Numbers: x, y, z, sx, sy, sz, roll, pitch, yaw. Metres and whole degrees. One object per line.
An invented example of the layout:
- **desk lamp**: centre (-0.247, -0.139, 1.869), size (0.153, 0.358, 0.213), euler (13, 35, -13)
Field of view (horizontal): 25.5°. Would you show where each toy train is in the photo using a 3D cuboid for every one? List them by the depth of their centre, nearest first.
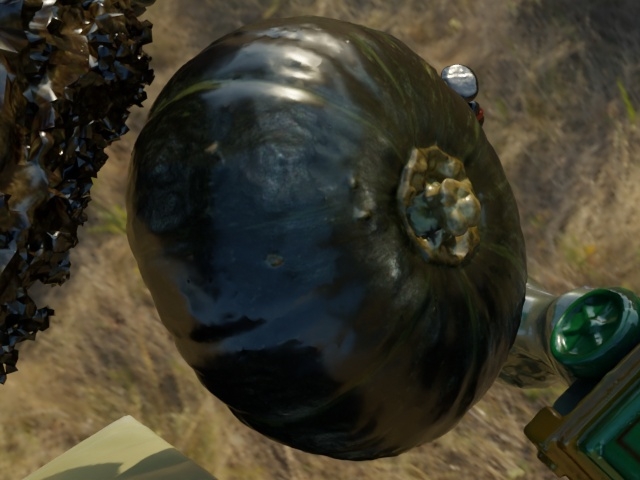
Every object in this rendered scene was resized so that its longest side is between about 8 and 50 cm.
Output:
- **toy train**: centre (0.179, 0.049, 0.561), size (0.228, 0.091, 0.136), euler (-43, 28, 2)

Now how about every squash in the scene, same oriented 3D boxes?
- **squash**: centre (0.004, -0.001, 0.614), size (0.156, 0.193, 0.193), euler (-4, 63, 22)

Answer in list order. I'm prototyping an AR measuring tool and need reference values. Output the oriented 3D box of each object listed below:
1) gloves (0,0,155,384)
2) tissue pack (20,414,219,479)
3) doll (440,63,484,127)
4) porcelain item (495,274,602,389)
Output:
- **gloves**: centre (-0.164, -0.044, 0.576), size (0.210, 0.135, 0.312), euler (-16, 39, 18)
- **tissue pack**: centre (-0.167, 0.272, 0.584), size (0.405, 0.205, 0.332), euler (-33, 11, -15)
- **doll**: centre (0.093, -0.062, 1.351), size (0.127, 0.248, 0.088), euler (17, 51, 8)
- **porcelain item**: centre (0.152, 0.057, 0.779), size (0.069, 0.081, 0.216), euler (-53, 18, -12)
